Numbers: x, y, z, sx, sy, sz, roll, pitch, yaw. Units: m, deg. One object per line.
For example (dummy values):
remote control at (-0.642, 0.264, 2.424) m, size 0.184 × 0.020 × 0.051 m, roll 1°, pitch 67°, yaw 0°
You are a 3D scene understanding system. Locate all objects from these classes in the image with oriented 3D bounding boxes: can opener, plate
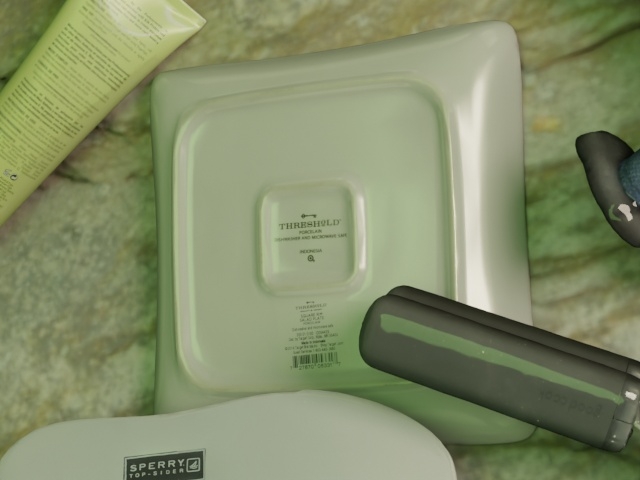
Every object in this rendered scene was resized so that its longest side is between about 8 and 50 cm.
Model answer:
can opener at (0.155, 0.113, 0.787) m, size 0.283 × 0.076 × 0.095 m, roll 18°, pitch 101°, yaw 13°
plate at (0.000, 0.000, 0.906) m, size 0.277 × 0.045 × 0.278 m, roll -5°, pitch 82°, yaw 22°

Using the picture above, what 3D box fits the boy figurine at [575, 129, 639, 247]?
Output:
boy figurine at (0.274, -0.094, 0.724) m, size 0.285 × 0.177 × 0.092 m, roll -40°, pitch 47°, yaw 30°

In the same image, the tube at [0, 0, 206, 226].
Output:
tube at (-0.195, -0.102, 0.996) m, size 0.240 × 0.070 × 0.062 m, roll -48°, pitch 55°, yaw 11°

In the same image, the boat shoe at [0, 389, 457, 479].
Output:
boat shoe at (-0.056, 0.169, 0.878) m, size 0.301 × 0.102 × 0.108 m, roll -7°, pitch 62°, yaw 13°
